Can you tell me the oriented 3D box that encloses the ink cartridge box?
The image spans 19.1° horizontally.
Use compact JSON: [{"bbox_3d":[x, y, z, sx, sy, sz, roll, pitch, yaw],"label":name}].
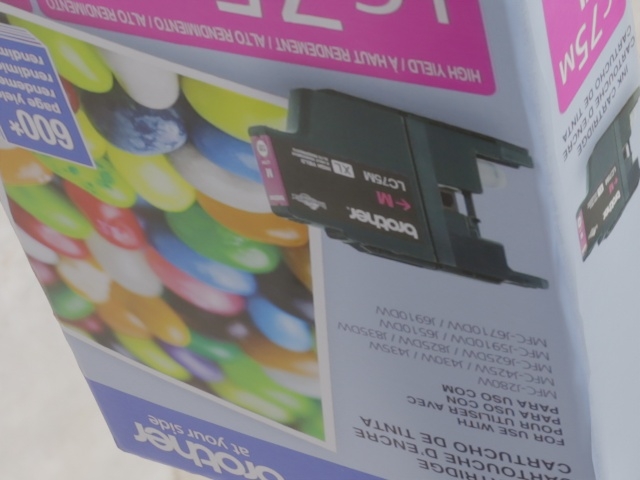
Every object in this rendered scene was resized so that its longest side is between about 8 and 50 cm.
[{"bbox_3d":[0.000,0.000,0.530,0.065,0.185,0.311,-59,149,-31],"label":"ink cartridge box"}]
